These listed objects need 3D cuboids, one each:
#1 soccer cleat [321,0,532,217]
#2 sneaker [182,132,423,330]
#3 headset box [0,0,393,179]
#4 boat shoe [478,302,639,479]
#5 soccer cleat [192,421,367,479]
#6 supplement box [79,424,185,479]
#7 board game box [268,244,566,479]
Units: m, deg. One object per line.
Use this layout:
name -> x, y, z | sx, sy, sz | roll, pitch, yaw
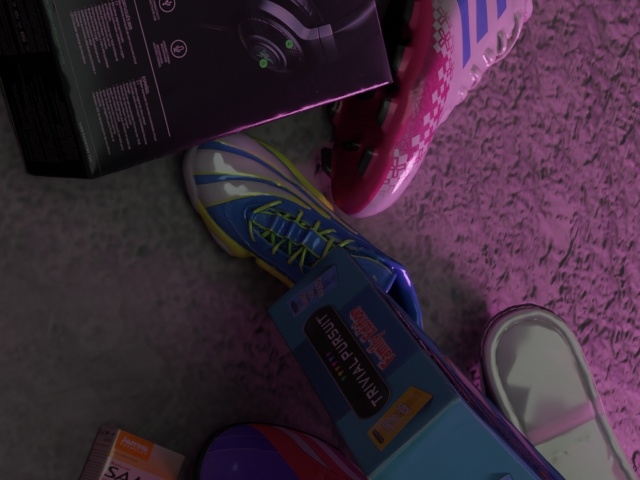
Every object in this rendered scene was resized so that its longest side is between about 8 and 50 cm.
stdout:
soccer cleat -> 0.107, -0.164, 1.308 | 0.143, 0.116, 0.331 | 21, 78, -27
sneaker -> 0.000, 0.000, 1.238 | 0.240, 0.126, 0.091 | 46, 68, -21
headset box -> -0.101, -0.202, 1.174 | 0.283, 0.131, 0.246 | -21, 104, -27
boat shoe -> 0.208, 0.206, 1.359 | 0.116, 0.099, 0.319 | -17, 95, -4
soccer cleat -> 0.042, 0.240, 1.260 | 0.318, 0.116, 0.108 | 36, 72, -24
supplement box -> -0.152, 0.197, 1.200 | 0.062, 0.036, 0.098 | 26, 76, -26
board game box -> 0.123, 0.180, 1.125 | 0.079, 0.254, 0.336 | -43, 116, 3
